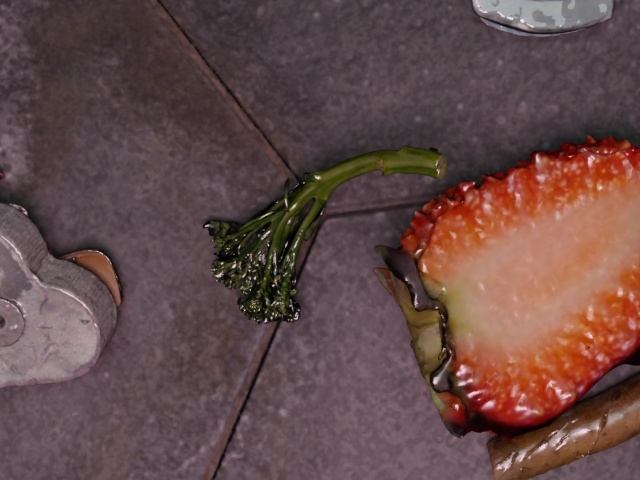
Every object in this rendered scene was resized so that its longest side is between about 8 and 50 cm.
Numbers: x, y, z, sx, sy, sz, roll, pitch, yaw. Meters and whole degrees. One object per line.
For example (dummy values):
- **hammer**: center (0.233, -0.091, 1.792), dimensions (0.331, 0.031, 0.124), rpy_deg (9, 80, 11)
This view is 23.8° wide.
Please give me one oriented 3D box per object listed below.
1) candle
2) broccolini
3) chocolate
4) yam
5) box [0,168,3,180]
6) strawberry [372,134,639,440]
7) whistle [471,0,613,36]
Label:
- **candle**: center (-0.297, 0.067, 1.415), dimensions (0.192, 0.068, 0.168), rpy_deg (40, 110, -7)
- **broccolini**: center (0.006, -0.004, 1.367), dimensions (0.271, 0.062, 0.123), rpy_deg (-24, 81, 34)
- **chocolate**: center (-0.239, 0.042, 1.453), dimensions (0.101, 0.031, 0.064), rpy_deg (-18, 103, 9)
- **yam**: center (0.266, 0.163, 1.399), dimensions (0.241, 0.057, 0.056), rpy_deg (-22, 84, 2)
- **box**: center (-0.422, -0.106, 1.460), dimensions (0.120, 0.069, 0.224), rpy_deg (-42, 85, -1)
- **strawberry**: center (0.205, 0.038, 1.388), dimensions (0.306, 0.138, 0.233), rpy_deg (-24, 93, -15)
- **whistle**: center (0.213, -0.403, 1.413), dimensions (0.168, 0.188, 0.404), rpy_deg (2, 118, -1)
